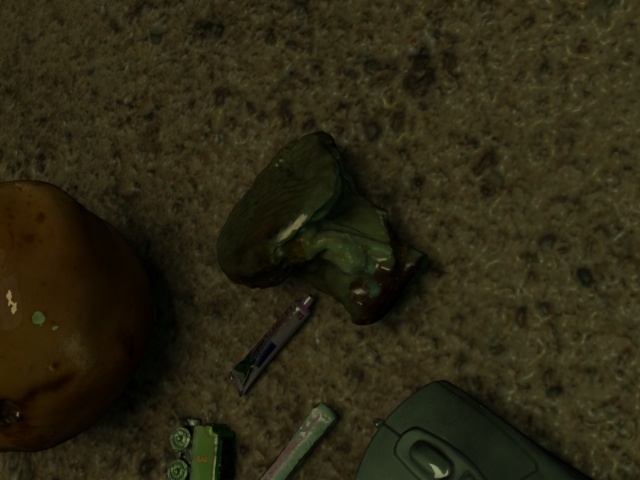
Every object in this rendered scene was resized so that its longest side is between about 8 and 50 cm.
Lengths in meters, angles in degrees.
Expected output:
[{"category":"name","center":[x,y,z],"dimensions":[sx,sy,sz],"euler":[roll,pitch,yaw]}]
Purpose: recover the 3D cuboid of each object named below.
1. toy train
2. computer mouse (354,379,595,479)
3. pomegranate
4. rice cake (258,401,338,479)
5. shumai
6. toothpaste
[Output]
[{"category":"toy train","center":[-0.160,0.338,1.203],"dimensions":[0.081,0.060,0.202],"euler":[-2,79,24]},{"category":"computer mouse","center":[0.188,0.289,0.963],"dimensions":[0.371,0.122,0.188],"euler":[34,78,31]},{"category":"pomegranate","center":[-0.431,0.084,1.253],"dimensions":[0.410,0.410,0.410],"euler":[-7,75,28]},{"category":"rice cake","center":[-0.050,0.291,1.167],"dimensions":[0.033,0.033,0.208],"euler":[42,101,20]},{"category":"shumai","center":[0.000,0.000,1.168],"dimensions":[0.222,0.203,0.272],"euler":[-49,25,9]},{"category":"toothpaste","center":[-0.065,0.136,1.216],"dimensions":[0.170,0.028,0.045],"euler":[-50,49,14]}]
